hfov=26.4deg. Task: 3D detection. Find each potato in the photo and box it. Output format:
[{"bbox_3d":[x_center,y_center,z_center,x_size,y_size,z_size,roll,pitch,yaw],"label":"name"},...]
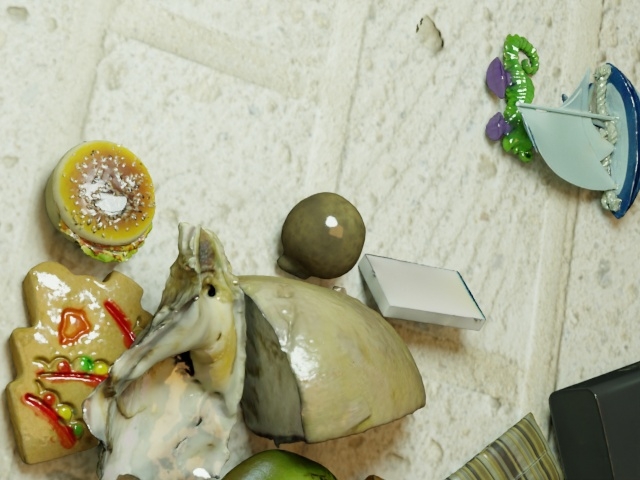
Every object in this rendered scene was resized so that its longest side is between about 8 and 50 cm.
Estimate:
[{"bbox_3d":[0.031,0.121,1.614,0.264,0.189,0.211,-7,85,-32],"label":"potato"}]

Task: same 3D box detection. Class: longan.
[{"bbox_3d":[0.000,0.000,1.676,0.119,0.106,0.106,-44,107,4],"label":"longan"}]

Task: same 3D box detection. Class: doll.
[{"bbox_3d":[0.279,-0.201,1.905,0.115,0.050,0.190,9,73,-39],"label":"doll"}]

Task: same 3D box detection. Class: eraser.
[{"bbox_3d":[0.130,0.067,1.745,0.150,0.023,0.104,10,34,-29],"label":"eraser"}]

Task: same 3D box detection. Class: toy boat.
[{"bbox_3d":[0.378,-0.167,1.919,0.292,0.070,0.210,30,63,-36],"label":"toy boat"}]

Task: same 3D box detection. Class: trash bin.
[{"bbox_3d":[0.433,0.255,1.871,0.226,0.115,0.165,-10,87,-35],"label":"trash bin"}]

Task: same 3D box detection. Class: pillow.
[{"bbox_3d":[0.234,0.323,1.791,0.203,0.038,0.113,-33,100,-30],"label":"pillow"}]

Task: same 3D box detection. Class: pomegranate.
[{"bbox_3d":[-0.031,0.329,1.529,0.180,0.210,0.179,-4,96,-43],"label":"pomegranate"}]

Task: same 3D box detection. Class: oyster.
[{"bbox_3d":[-0.168,0.147,1.502,0.271,0.100,0.275,-53,143,-32],"label":"oyster"}]

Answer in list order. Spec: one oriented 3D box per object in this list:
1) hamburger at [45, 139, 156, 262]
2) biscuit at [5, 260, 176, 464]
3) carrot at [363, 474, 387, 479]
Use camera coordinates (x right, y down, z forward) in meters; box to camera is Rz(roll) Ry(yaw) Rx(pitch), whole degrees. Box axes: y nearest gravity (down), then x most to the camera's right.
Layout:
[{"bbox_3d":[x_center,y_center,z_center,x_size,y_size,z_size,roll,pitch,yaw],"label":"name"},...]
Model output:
[{"bbox_3d":[-0.245,-0.044,1.539,0.127,0.081,0.141,15,73,-28],"label":"hamburger"},{"bbox_3d":[-0.266,0.143,1.519,0.212,0.041,0.238,36,64,-23],"label":"biscuit"},{"bbox_3d":[0.149,0.360,1.696,0.225,0.067,0.067,25,69,-12],"label":"carrot"}]
